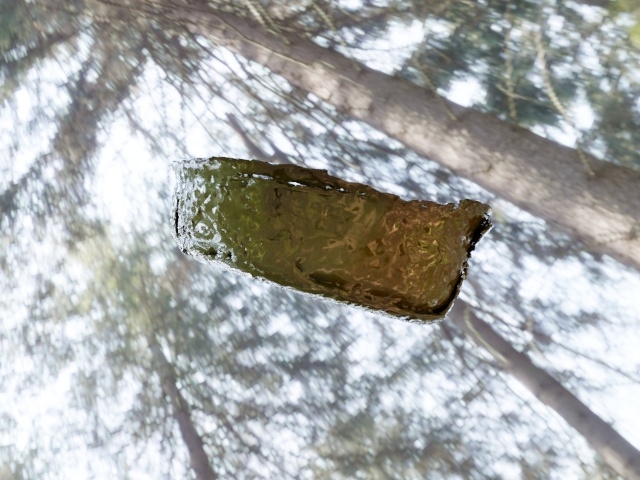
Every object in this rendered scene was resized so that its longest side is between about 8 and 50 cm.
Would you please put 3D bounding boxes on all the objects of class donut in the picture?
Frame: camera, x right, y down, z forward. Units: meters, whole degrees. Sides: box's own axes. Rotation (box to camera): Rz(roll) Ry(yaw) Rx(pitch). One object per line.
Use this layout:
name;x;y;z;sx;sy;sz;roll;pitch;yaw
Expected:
donut;0.000;0.000;1.052;0.272;0.272;0.107;12;-93;-19
